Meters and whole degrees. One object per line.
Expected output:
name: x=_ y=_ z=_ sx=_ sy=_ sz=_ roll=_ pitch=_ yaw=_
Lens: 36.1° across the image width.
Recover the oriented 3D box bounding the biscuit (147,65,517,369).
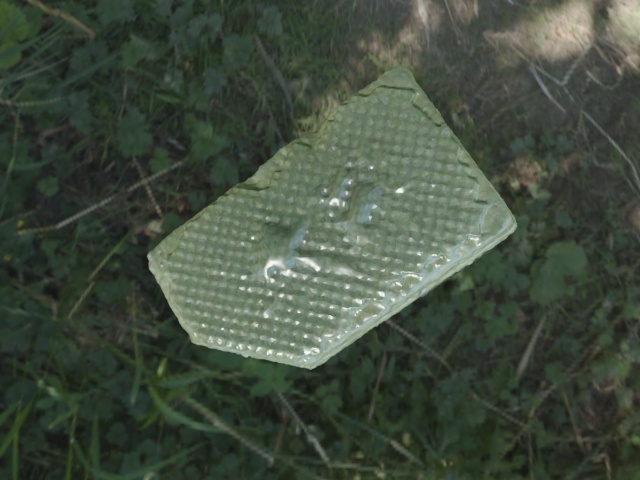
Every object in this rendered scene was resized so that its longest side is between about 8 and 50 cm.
biscuit: x=0.000 y=0.000 z=0.720 sx=0.252 sy=0.052 sz=0.150 roll=-35 pitch=74 yaw=13
